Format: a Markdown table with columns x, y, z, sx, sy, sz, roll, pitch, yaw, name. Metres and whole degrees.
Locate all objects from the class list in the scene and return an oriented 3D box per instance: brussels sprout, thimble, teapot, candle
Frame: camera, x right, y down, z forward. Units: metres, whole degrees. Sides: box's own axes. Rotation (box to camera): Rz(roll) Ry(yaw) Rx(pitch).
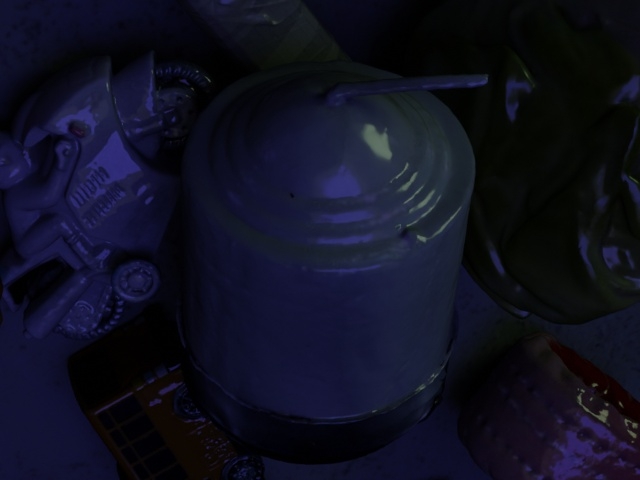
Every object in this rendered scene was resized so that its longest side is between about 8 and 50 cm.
| x | y | z | sx | sy | sz | roll | pitch | yaw | name |
| --- | --- | --- | --- | --- | --- | --- | --- | --- | --- |
| 0.212 | -0.086 | 1.407 | 0.328 | 0.247 | 0.328 | 14 | 127 | 18 | brussels sprout |
| 0.223 | 0.177 | 1.649 | 0.189 | 0.163 | 0.125 | 35 | 102 | -20 | thimble |
| -0.047 | -0.189 | 1.374 | 0.107 | 0.077 | 0.200 | -42 | 126 | 1 | teapot |
| 0.000 | 0.000 | 1.347 | 0.221 | 0.221 | 0.342 | -14 | 139 | -14 | candle |

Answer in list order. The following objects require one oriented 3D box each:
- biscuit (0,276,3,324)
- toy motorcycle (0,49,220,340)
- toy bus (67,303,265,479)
| x | y | z | sx | sy | sz | roll | pitch | yaw | name |
| --- | --- | --- | --- | --- | --- | --- | --- | --- | --- |
| -0.418 | -0.070 | 1.143 | 0.342 | 0.166 | 0.395 | -11 | 138 | 37 | biscuit |
| -0.188 | -0.042 | 1.394 | 0.171 | 0.110 | 0.260 | 21 | 117 | -14 | toy motorcycle |
| -0.123 | 0.168 | 1.539 | 0.114 | 0.098 | 0.201 | -29 | 125 | -1 | toy bus |
